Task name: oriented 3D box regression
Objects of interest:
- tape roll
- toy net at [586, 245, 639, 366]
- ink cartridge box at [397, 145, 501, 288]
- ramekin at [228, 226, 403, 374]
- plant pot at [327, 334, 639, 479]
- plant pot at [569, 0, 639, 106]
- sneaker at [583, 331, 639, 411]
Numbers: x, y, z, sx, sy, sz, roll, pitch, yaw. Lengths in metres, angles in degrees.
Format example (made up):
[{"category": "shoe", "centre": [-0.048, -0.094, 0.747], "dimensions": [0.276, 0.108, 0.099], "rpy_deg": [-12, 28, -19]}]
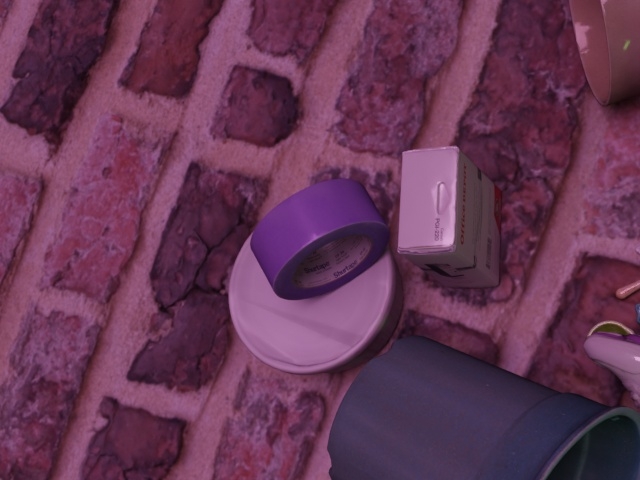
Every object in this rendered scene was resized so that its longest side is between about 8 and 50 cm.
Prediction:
[{"category": "tape roll", "centre": [0.000, 0.000, 1.956], "dimensions": [0.189, 0.189, 0.080], "rpy_deg": [-34, 64, 11]}, {"category": "toy net", "centre": [0.476, 0.088, 1.952], "dimensions": [0.122, 0.045, 0.232], "rpy_deg": [23, 84, 27]}, {"category": "ink cartridge box", "centre": [0.193, -0.030, 2.009], "dimensions": [0.092, 0.218, 0.159], "rpy_deg": [-3, 73, 22]}, {"category": "ramekin", "centre": [0.003, 0.082, 2.108], "dimensions": [0.272, 0.127, 0.273], "rpy_deg": [-7, 72, 21]}, {"category": "plant pot", "centre": [0.210, 0.308, 1.858], "dimensions": [0.334, 0.341, 0.341], "rpy_deg": [28, 87, 35]}, {"category": "plant pot", "centre": [0.518, -0.349, 1.973], "dimensions": [0.273, 0.256, 0.257], "rpy_deg": [-13, 69, 2]}, {"category": "sneaker", "centre": [0.479, 0.235, 1.849], "dimensions": [0.305, 0.114, 0.152], "rpy_deg": [32, 94, 15]}]
